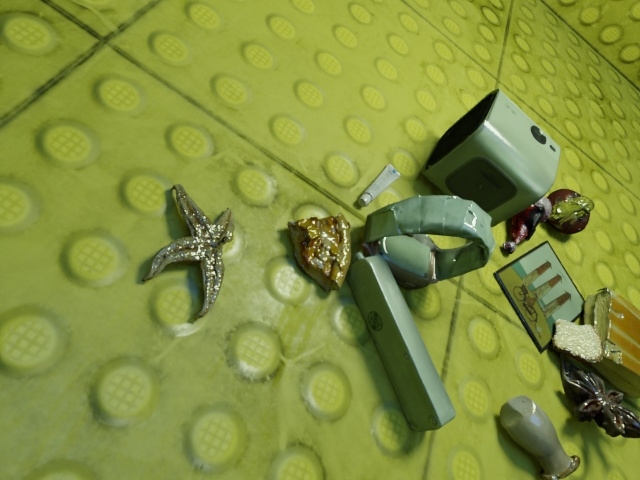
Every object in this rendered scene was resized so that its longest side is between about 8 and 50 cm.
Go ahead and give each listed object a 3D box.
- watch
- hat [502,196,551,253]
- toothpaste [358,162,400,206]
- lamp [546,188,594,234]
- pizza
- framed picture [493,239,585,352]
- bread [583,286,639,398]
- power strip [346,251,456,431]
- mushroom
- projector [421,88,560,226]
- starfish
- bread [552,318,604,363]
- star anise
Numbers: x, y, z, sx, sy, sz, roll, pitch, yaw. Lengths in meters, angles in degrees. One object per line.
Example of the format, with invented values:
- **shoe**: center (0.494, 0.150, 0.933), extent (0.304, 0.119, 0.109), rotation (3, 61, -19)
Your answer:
- **watch**: center (0.245, -0.003, 1.009), extent (0.253, 0.241, 0.162), rotation (24, 57, -19)
- **hat**: center (0.602, -0.054, 1.339), extent (0.128, 0.140, 0.227), rotation (34, 65, 1)
- **toothpaste**: center (0.150, -0.141, 1.160), extent (0.048, 0.031, 0.190), rotation (45, 48, 0)
- **lamp**: center (0.813, -0.099, 1.474), extent (0.156, 0.135, 0.157), rotation (28, 52, -17)
- **pizza**: center (0.000, 0.000, 0.973), extent (0.161, 0.062, 0.182), rotation (29, 55, -14)
- **framed picture**: center (0.653, 0.149, 1.325), extent (0.323, 0.013, 0.244), rotation (-21, 79, -37)
- **bread**: center (0.868, 0.297, 1.312), extent (0.246, 0.111, 0.239), rotation (37, 52, -12)
- **power strip**: center (0.157, 0.196, 0.946), extent (0.062, 0.091, 0.385), rotation (-12, 72, -37)
- **mushroom**: center (0.490, 0.445, 1.021), extent (0.097, 0.088, 0.213), rotation (-34, 92, -29)
- **projector**: center (0.468, -0.222, 1.254), extent (0.249, 0.248, 0.249), rotation (39, 52, -8)
- **starfish**: center (-0.233, 0.012, 0.832), extent (0.138, 0.050, 0.248), rotation (19, 54, -20)
- **bread**: center (0.694, 0.276, 1.234), extent (0.126, 0.044, 0.129), rotation (18, 46, 16)
- **star anise**: center (0.705, 0.407, 1.168), extent (0.230, 0.081, 0.262), rotation (-5, 39, -33)
